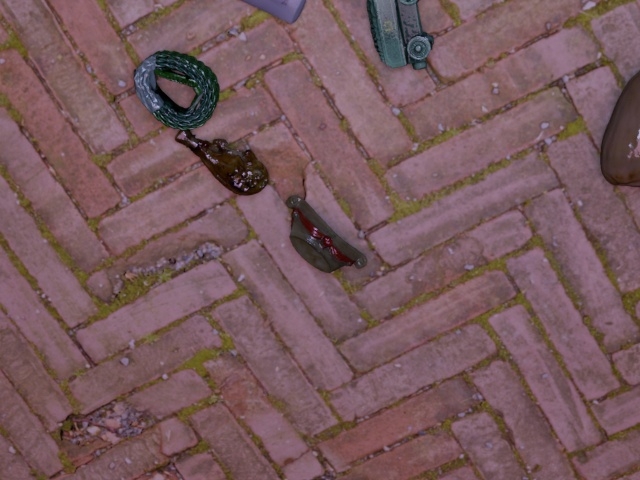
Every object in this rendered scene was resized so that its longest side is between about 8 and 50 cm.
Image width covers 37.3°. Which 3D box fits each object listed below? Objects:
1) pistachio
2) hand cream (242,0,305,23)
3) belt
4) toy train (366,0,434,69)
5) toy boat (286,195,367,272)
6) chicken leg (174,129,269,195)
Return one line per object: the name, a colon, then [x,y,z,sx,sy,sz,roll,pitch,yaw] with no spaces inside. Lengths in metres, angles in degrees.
pistachio: [0.537,-0.184,1.571,0.129,0.131,0.206,1,110,-46]
hand cream: [-0.145,-0.434,1.548,0.255,0.048,0.079,19,112,-7]
belt: [-0.245,-0.254,1.596,0.151,0.079,0.121,36,107,-9]
toy train: [0.129,-0.360,1.551,0.099,0.070,0.172,-8,110,13]
toy boat: [0.000,0.001,1.680,0.185,0.071,0.089,42,148,-11]
chicken leg: [-0.170,-0.144,1.642,0.178,0.070,0.093,33,133,4]
